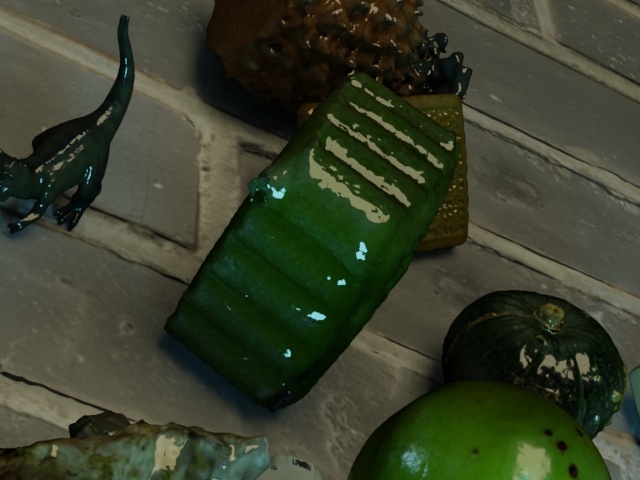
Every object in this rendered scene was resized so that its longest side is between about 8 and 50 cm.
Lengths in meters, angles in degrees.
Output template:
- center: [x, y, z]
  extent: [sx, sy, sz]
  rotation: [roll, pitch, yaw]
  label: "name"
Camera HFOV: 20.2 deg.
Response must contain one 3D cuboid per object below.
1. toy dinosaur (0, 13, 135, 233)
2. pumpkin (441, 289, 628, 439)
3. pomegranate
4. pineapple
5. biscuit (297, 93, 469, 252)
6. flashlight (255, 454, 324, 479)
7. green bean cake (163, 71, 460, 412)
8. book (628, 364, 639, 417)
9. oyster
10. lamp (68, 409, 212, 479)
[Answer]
- center: [-0.225, -0.090, 1.598]
  extent: [0.087, 0.179, 0.187]
  rotation: [41, 36, 6]
  label: "toy dinosaur"
- center: [0.209, 0.130, 1.772]
  extent: [0.190, 0.146, 0.190]
  rotation: [13, 46, -14]
  label: "pumpkin"
- center: [0.112, 0.256, 1.482]
  extent: [0.236, 0.236, 0.302]
  rotation: [40, 54, 3]
  label: "pomegranate"
- center: [0.054, -0.207, 2.005]
  extent: [0.357, 0.223, 0.223]
  rotation: [30, 32, -36]
  label: "pineapple"
- center: [0.074, -0.065, 1.892]
  extent: [0.254, 0.029, 0.172]
  rotation: [-9, 97, -47]
  label: "biscuit"
- center: [-0.025, 0.265, 1.482]
  extent: [0.093, 0.047, 0.200]
  rotation: [23, 39, -21]
  label: "flashlight"
- center: [0.000, 0.000, 1.637]
  extent: [0.156, 0.250, 0.247]
  rotation: [37, 32, -1]
  label: "green bean cake"
- center: [0.516, 0.273, 1.968]
  extent: [0.371, 0.043, 0.260]
  rotation: [14, 45, -31]
  label: "book"
- center: [-0.218, 0.225, 1.257]
  extent: [0.204, 0.111, 0.396]
  rotation: [33, 51, 12]
  label: "oyster"
- center: [-0.109, 0.234, 1.391]
  extent: [0.250, 0.101, 0.101]
  rotation: [52, 35, 15]
  label: "lamp"
